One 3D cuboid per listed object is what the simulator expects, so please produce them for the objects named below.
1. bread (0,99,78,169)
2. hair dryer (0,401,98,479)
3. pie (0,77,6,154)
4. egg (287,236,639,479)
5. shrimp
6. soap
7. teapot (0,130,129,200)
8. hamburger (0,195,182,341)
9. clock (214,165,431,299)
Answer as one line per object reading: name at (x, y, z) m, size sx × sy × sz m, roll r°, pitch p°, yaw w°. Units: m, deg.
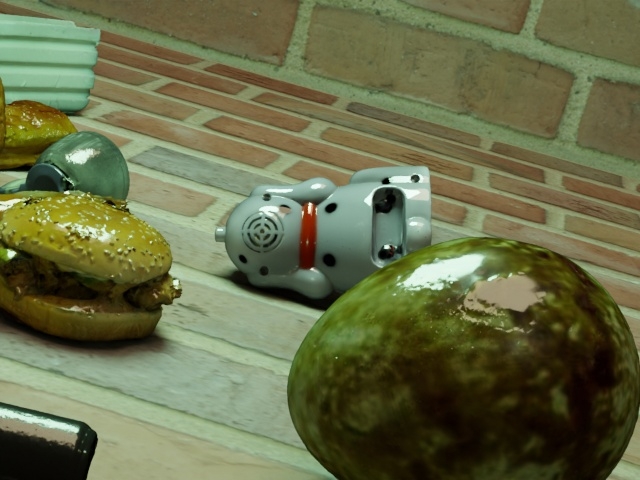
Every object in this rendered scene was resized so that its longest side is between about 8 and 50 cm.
bread at (-0.461, -0.146, 1.918) m, size 0.139 × 0.077 × 0.271 m, roll 22°, pitch 18°, yaw 37°
hair dryer at (-0.221, 0.178, 0.917) m, size 0.114 × 0.070 × 0.248 m, roll 14°, pitch 18°, yaw -3°
pie at (-0.456, -0.185, 1.659) m, size 0.092 × 0.315 × 0.315 m, roll -13°, pitch 10°, yaw 10°
egg at (0.117, 0.115, 1.154) m, size 0.289 × 0.238 × 0.238 m, roll 2°, pitch 17°, yaw -19°
shrimp at (-0.337, -0.029, 1.619) m, size 0.249 × 0.068 × 0.150 m, roll 3°, pitch 12°, yaw -24°
soap at (-0.483, -0.284, 2.290) m, size 0.094 × 0.150 × 0.261 m, roll 18°, pitch 13°, yaw 33°
teapot at (-0.318, -0.078, 1.735) m, size 0.149 × 0.111 × 0.108 m, roll 24°, pitch 25°, yaw 23°
hamburger at (-0.228, 0.026, 1.406) m, size 0.191 × 0.118 × 0.182 m, roll 21°, pitch 17°, yaw 5°
clock at (0.003, 0.001, 1.697) m, size 0.254 × 0.188 × 0.189 m, roll 0°, pitch 13°, yaw 3°
